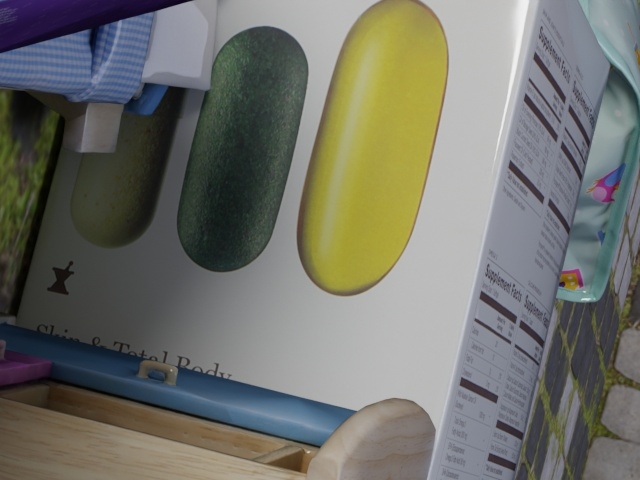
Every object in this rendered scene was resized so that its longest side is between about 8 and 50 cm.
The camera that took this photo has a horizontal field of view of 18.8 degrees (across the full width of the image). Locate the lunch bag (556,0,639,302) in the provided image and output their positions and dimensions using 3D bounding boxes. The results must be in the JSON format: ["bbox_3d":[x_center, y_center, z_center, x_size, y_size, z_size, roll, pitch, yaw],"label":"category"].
[{"bbox_3d":[0.142,-0.123,1.297,0.262,0.160,0.223,91,5,-49],"label":"lunch bag"}]

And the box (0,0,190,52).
[{"bbox_3d":[-0.109,-0.149,0.512,0.201,0.057,0.293,64,23,-3],"label":"box"}]

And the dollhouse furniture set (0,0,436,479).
[{"bbox_3d":[-0.061,-0.052,0.669,0.286,0.198,0.303,-1,102,-73],"label":"dollhouse furniture set"}]

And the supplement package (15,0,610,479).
[{"bbox_3d":[0.000,0.000,0.897,0.198,0.199,0.263,33,69,-72],"label":"supplement package"}]
